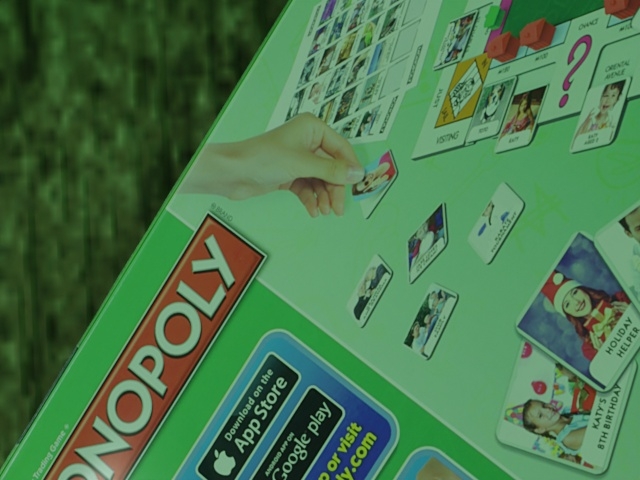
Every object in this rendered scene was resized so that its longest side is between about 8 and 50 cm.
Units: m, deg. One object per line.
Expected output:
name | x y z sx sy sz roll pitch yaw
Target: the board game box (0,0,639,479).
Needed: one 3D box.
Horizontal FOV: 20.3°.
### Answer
board game box | 0.059 0.025 0.413 0.213 0.046 0.317 37 100 28
